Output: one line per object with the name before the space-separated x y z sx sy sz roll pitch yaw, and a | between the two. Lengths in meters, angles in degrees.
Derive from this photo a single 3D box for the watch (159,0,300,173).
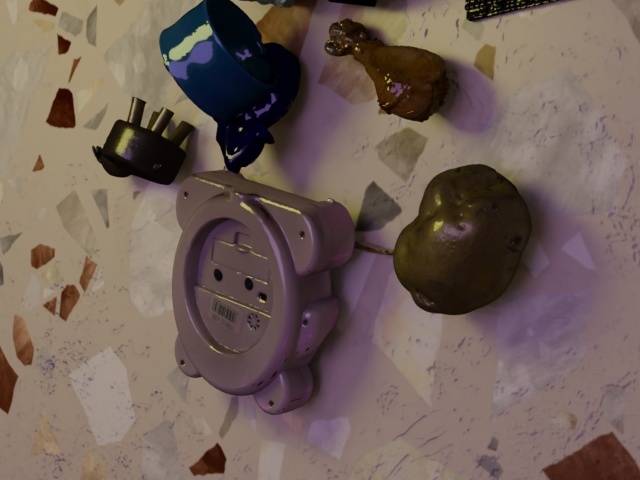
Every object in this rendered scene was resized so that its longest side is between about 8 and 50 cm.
watch | -0.139 -0.246 1.961 0.171 0.200 0.196 -39 43 14

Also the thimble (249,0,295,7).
thimble | -0.102 -0.430 1.967 0.211 0.185 0.149 29 107 34

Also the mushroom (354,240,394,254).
mushroom | 0.003 0.004 1.963 0.286 0.028 0.026 12 53 40

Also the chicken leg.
chicken leg | 0.087 -0.245 1.851 0.251 0.107 0.087 42 132 43

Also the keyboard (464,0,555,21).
keyboard | 0.269 -0.331 1.745 0.196 0.018 0.060 -7 80 41

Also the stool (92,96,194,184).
stool | -0.291 -0.156 2.171 0.217 0.125 0.121 10 76 60

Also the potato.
potato | 0.184 0.004 1.729 0.200 0.137 0.154 -62 22 21

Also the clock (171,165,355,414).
clock | -0.101 0.073 1.972 0.296 0.113 0.322 19 109 38

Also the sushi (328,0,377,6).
sushi | 0.071 -0.467 1.825 0.212 0.215 0.227 15 77 36
